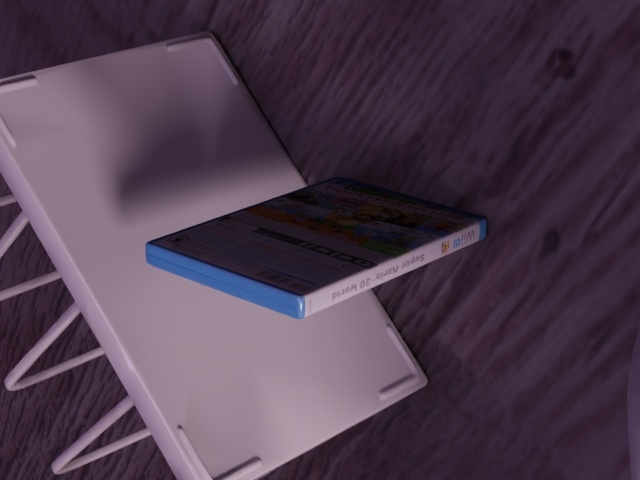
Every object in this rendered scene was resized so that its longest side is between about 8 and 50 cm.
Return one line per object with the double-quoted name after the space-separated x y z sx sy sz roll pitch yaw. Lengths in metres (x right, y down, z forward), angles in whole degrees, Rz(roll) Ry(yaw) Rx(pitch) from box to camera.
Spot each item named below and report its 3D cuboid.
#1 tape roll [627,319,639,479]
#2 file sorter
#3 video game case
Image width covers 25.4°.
0.224 0.091 0.607 0.072 0.219 0.219 -15 94 46 "tape roll"
-0.109 0.040 0.919 0.277 0.193 0.173 58 136 10 "file sorter"
0.000 0.000 0.817 0.119 0.166 0.015 17 116 38 "video game case"
